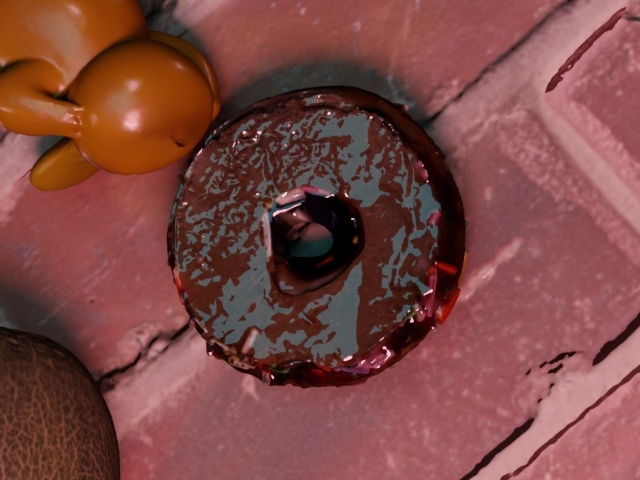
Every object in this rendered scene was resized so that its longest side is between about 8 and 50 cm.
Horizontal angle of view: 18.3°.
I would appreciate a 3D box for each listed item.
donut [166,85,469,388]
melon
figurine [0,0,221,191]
[{"bbox_3d":[0.000,0.000,1.676,0.270,0.103,0.269,-3,80,14],"label":"donut"},{"bbox_3d":[-0.286,0.219,1.627,0.237,0.237,0.301,8,83,15],"label":"melon"},{"bbox_3d":[-0.205,-0.152,1.706,0.215,0.215,0.228,-26,86,7],"label":"figurine"}]
